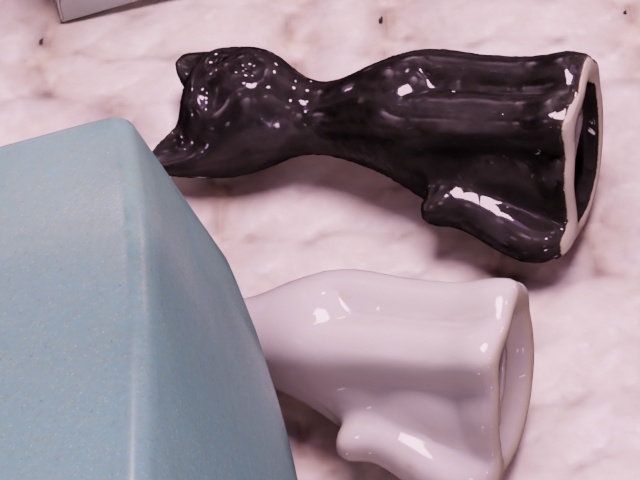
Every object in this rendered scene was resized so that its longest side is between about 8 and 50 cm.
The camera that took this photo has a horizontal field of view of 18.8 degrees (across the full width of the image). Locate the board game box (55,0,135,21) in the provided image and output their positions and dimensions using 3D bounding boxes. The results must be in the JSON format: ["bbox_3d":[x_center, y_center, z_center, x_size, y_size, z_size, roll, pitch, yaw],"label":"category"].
[{"bbox_3d":[-0.142,-0.300,0.998,0.097,0.224,0.303,-15,53,-6],"label":"board game box"}]

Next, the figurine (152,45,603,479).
[{"bbox_3d":[0.000,0.000,0.853,0.209,0.092,0.215,8,52,18],"label":"figurine"}]

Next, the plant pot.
[{"bbox_3d":[-0.101,0.083,0.697,0.165,0.165,0.234,-14,52,15],"label":"plant pot"}]
